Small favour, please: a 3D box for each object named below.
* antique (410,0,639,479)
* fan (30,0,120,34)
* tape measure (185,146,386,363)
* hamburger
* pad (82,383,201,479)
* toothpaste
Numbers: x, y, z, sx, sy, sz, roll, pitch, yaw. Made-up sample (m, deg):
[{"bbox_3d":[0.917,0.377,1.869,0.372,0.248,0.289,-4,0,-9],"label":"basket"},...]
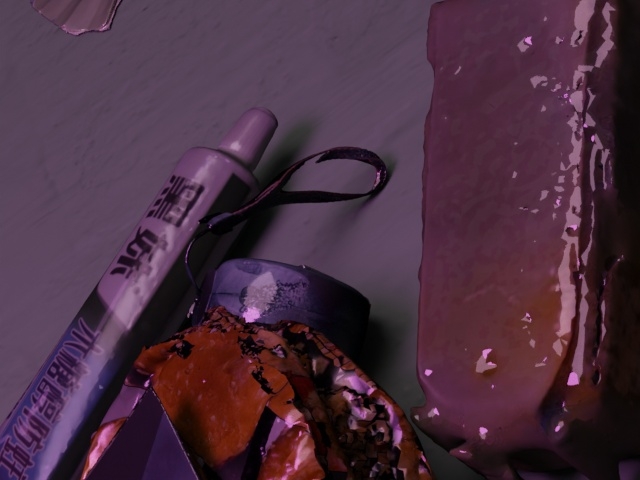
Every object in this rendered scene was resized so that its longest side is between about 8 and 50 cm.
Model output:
[{"bbox_3d":[0.132,-0.001,1.077,0.125,0.150,0.284,-12,56,37],"label":"antique"},{"bbox_3d":[-0.188,-0.246,1.648,0.131,0.009,0.240,-25,43,24],"label":"fan"},{"bbox_3d":[-0.002,-0.003,1.194,0.107,0.104,0.179,2,57,45],"label":"tape measure"},{"bbox_3d":[-0.043,0.151,1.061,0.231,0.107,0.231,-11,75,48],"label":"hamburger"},{"bbox_3d":[-0.113,0.214,1.045,0.243,0.004,0.163,-54,50,31],"label":"pad"},{"bbox_3d":[-0.138,0.074,1.272,0.099,0.061,0.392,17,69,44],"label":"toothpaste"}]
